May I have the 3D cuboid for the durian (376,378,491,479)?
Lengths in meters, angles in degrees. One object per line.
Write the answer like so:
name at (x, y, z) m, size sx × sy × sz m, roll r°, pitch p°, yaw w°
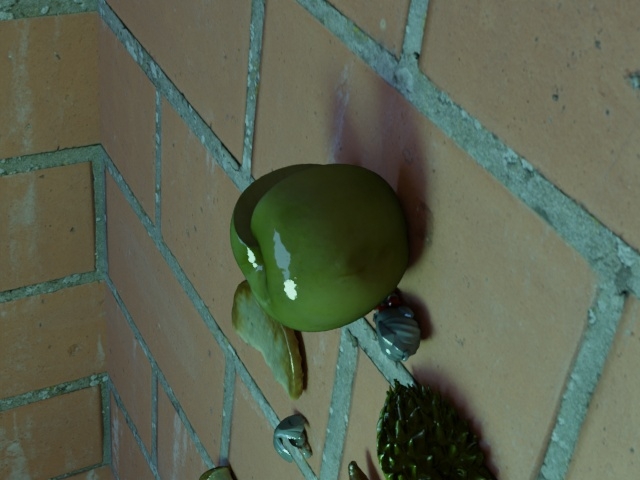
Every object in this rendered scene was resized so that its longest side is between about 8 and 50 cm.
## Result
durian at (0.168, 0.411, 1.537) m, size 0.198 × 0.163 × 0.394 m, roll -36°, pitch 70°, yaw 67°

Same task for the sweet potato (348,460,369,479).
sweet potato at (0.087, 0.591, 1.837) m, size 0.112 × 0.112 × 0.358 m, roll -6°, pitch 94°, yaw 64°

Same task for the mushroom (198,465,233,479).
mushroom at (-0.218, 0.735, 2.528) m, size 0.351 × 0.095 × 0.122 m, roll 53°, pitch 128°, yaw 36°

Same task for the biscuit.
biscuit at (-0.112, 0.188, 2.115) m, size 0.309 × 0.040 × 0.204 m, roll 42°, pitch 138°, yaw 48°

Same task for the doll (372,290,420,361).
doll at (0.118, 0.137, 1.605) m, size 0.094 × 0.079 × 0.180 m, roll -60°, pitch 30°, yaw 22°

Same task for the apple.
apple at (0.000, 0.000, 1.563) m, size 0.292 × 0.254 × 0.291 m, roll 44°, pitch 141°, yaw 51°

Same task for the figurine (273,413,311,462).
figurine at (-0.062, 0.427, 2.107) m, size 0.094 × 0.082 × 0.086 m, roll 47°, pitch 159°, yaw 62°
